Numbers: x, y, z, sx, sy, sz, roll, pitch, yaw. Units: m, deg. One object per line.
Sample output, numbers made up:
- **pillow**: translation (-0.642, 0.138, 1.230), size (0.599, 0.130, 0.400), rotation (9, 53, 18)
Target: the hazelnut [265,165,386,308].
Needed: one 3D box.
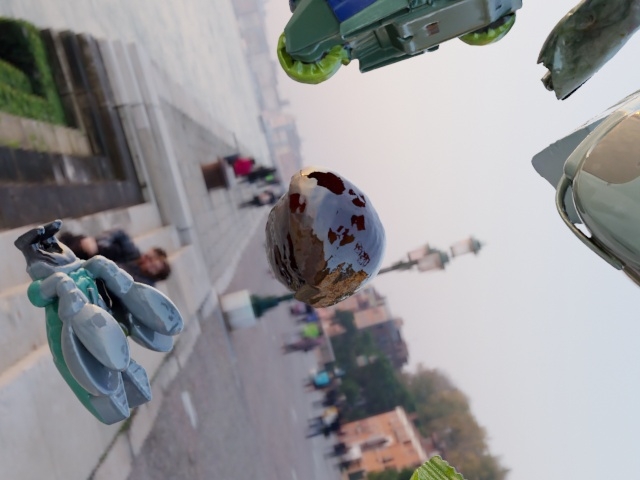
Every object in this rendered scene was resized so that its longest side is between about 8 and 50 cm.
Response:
- **hazelnut**: translation (-0.001, -0.007, 1.270), size (0.170, 0.160, 0.202), rotation (61, 7, 31)

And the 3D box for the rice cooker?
- **rice cooker**: translation (0.283, -0.022, 0.758), size (0.127, 0.145, 0.206), rotation (47, -3, -36)

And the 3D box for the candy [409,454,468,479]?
- **candy**: translation (0.101, 0.385, 1.226), size (0.149, 0.246, 0.069), rotation (46, -9, 29)

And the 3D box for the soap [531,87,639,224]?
- **soap**: translation (0.458, -0.160, 1.224), size (0.115, 0.347, 0.208), rotation (59, -14, 0)

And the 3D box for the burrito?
- **burrito**: translation (0.418, -0.328, 1.391), size (0.066, 0.309, 0.096), rotation (-6, 54, -54)

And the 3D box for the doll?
- **doll**: translation (-0.285, 0.104, 1.230), size (0.258, 0.153, 0.195), rotation (49, 35, -27)

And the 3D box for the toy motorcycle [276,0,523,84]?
- **toy motorcycle**: translation (0.086, -0.331, 1.253), size (0.191, 0.326, 0.200), rotation (40, 34, -73)
